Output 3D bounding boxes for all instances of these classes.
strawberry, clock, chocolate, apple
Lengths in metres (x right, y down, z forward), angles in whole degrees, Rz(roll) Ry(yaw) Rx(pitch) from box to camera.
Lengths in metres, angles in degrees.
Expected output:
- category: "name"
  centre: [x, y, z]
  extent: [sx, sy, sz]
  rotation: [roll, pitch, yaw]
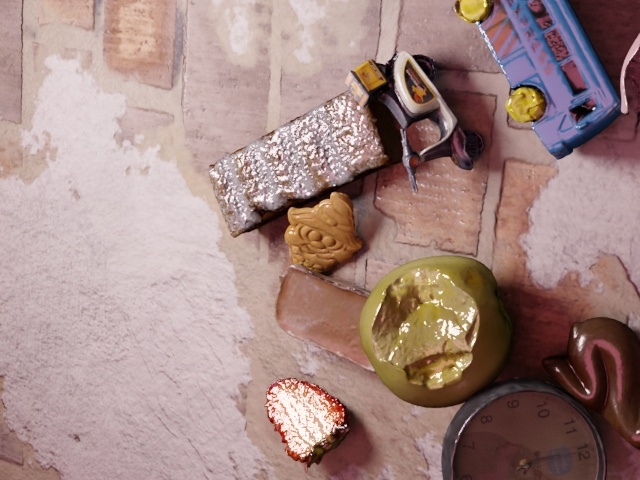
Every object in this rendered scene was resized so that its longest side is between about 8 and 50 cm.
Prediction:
- category: "strawberry"
  centre: [-0.018, 0.374, 1.757]
  extent: [0.167, 0.087, 0.208]
  rotation: [-40, 51, 11]
- category: "clock"
  centre: [0.342, 0.372, 1.375]
  extent: [0.281, 0.055, 0.280]
  rotation: [0, 91, -4]
- category: "chocolate"
  centre: [0.035, 0.145, 1.668]
  extent: [0.261, 0.083, 0.161]
  rotation: [25, 113, 15]
- category: "apple"
  centre: [0.210, 0.165, 1.469]
  extent: [0.279, 0.279, 0.279]
  rotation: [6, 103, 30]

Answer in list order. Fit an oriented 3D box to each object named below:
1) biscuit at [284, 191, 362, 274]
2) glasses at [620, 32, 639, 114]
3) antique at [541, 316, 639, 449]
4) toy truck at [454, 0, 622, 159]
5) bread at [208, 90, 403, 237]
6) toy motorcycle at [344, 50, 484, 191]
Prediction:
- category: "biscuit"
  centre: [0.000, 0.000, 1.650]
  extent: [0.162, 0.035, 0.250]
  rotation: [21, 134, -3]
- category: "glasses"
  centre: [0.493, -0.292, 1.242]
  extent: [0.095, 0.162, 0.255]
  rotation: [-5, 129, -1]
- category: "antique"
  centre: [0.516, 0.237, 1.376]
  extent: [0.257, 0.121, 0.143]
  rotation: [44, 109, 25]
- category: "toy truck"
  centre: [0.349, -0.327, 1.345]
  extent: [0.162, 0.161, 0.385]
  rotation: [-28, 83, 23]
- category: "bread"
  centre: [-0.037, -0.153, 1.639]
  extent: [0.417, 0.113, 0.165]
  rotation: [-24, 88, 31]
- category: "toy motorcycle"
  centre: [0.176, -0.220, 1.477]
  extent: [0.157, 0.091, 0.263]
  rotation: [-33, 85, -12]
